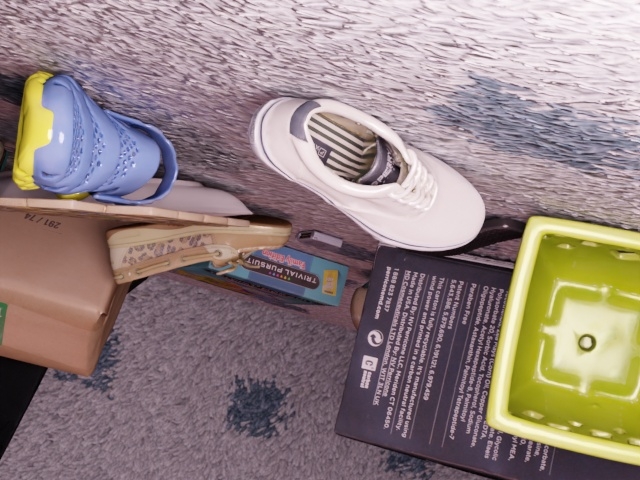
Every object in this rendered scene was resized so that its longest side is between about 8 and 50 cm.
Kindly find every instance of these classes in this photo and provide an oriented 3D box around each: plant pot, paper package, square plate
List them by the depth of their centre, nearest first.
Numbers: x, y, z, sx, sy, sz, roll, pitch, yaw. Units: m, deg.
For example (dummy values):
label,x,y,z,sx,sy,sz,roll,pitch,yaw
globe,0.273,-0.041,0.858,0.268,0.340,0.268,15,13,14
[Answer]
label,x,y,z,sx,sy,sz,roll,pitch,yaw
plant pot,0.303,0.108,1.286,0.228,0.227,0.207,12,178,6
square plate,-0.320,-0.062,1.656,0.347,0.049,0.344,2,179,-31
paper package,-0.479,0.043,1.973,0.324,0.168,0.309,16,-145,-3

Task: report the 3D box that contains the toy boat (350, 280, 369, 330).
label,x,y,z,sx,sy,sz,roll,pitch,yaw
toy boat,0.206,0.165,2.176,0.318,0.148,0.267,30,171,8

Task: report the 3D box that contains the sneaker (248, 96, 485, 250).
label,x,y,z,sx,sy,sz,roll,pitch,yaw
sneaker,0.057,-0.051,1.067,0.258,0.094,0.091,20,175,-31

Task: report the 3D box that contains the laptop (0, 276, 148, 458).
label,x,y,z,sx,sy,sz,roll,pitch,yaw
laptop,-0.591,0.142,2.139,0.382,0.236,0.408,29,-143,16

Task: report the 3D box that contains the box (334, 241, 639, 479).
label,x,y,z,sx,sy,sz,roll,pitch,yaw
box,0.340,0.220,1.763,0.471,0.298,0.480,9,171,24

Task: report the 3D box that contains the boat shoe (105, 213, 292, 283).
label,x,y,z,sx,sy,sz,roll,pitch,yaw
boat shoe,-0.177,0.012,1.774,0.285,0.089,0.104,-4,-175,17

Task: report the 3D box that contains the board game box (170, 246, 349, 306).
label,x,y,z,sx,sy,sz,roll,pitch,yaw
board game box,-0.133,0.052,2.230,0.253,0.079,0.336,18,172,-21

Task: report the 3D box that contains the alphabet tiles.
label,x,y,z,sx,sy,sz,roll,pitch,yaw
alphabet tiles,-0.259,-0.033,1.384,0.285,0.011,0.342,4,179,23

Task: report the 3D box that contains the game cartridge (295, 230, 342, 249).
label,x,y,z,sx,sy,sz,roll,pitch,yaw
game cartridge,0.000,0.000,1.842,0.056,0.017,0.083,22,171,-20

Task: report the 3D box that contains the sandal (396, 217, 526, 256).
label,x,y,z,sx,sy,sz,roll,pitch,yaw
sandal,0.163,-0.013,1.385,0.067,0.040,0.179,15,160,-43

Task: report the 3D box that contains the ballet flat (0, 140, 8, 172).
label,x,y,z,sx,sy,sz,roll,pitch,yaw
ballet flat,-0.528,-0.113,1.815,0.086,0.086,0.248,18,163,-18

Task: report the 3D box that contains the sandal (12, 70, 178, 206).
label,x,y,z,sx,sy,sz,roll,pitch,yaw
sandal,-0.231,-0.098,1.254,0.138,0.126,0.317,9,180,3
